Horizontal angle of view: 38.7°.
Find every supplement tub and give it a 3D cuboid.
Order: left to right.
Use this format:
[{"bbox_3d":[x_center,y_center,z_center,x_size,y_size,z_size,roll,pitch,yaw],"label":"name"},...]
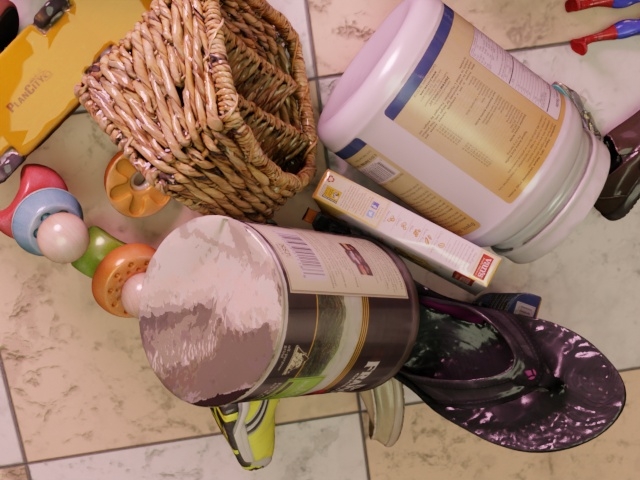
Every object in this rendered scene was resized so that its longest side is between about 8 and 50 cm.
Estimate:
[{"bbox_3d":[0.181,-0.133,1.153,0.316,0.228,0.228,34,100,-13],"label":"supplement tub"}]

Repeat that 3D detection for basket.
[{"bbox_3d":[-0.090,-0.153,1.066,0.223,0.299,0.213,-45,72,8],"label":"basket"}]

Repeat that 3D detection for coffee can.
[{"bbox_3d":[-0.040,0.082,1.053,0.202,0.275,0.201,-4,83,35],"label":"coffee can"}]

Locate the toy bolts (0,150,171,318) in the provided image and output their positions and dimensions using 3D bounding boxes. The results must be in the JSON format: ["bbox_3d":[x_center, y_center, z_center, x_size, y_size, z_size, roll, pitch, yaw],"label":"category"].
[{"bbox_3d":[-0.266,-0.019,1.141,0.229,0.158,0.218,23,98,-41],"label":"toy bolts"}]

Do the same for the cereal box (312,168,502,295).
[{"bbox_3d":[0.110,-0.006,1.176,0.240,0.173,0.047,29,87,8],"label":"cereal box"}]

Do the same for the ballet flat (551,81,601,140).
[{"bbox_3d":[0.355,-0.176,1.259,0.041,0.041,0.114,-31,106,4],"label":"ballet flat"}]

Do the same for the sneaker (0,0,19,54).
[{"bbox_3d":[-0.519,-0.204,1.151,0.136,0.116,0.313,38,93,-3],"label":"sneaker"}]

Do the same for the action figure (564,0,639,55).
[{"bbox_3d":[0.479,-0.307,1.182,0.281,0.139,0.091,-15,107,-3],"label":"action figure"}]

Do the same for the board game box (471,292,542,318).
[{"bbox_3d":[0.219,0.161,1.277,0.060,0.194,0.194,20,83,-9],"label":"board game box"}]

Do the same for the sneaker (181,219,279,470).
[{"bbox_3d":[-0.093,0.148,1.257,0.147,0.145,0.384,-15,115,-19],"label":"sneaker"}]

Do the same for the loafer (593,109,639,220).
[{"bbox_3d":[0.433,-0.133,1.250,0.078,0.080,0.220,26,102,-12],"label":"loafer"}]

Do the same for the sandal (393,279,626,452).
[{"bbox_3d":[0.153,0.135,1.140,0.446,0.107,0.167,22,85,20],"label":"sandal"}]

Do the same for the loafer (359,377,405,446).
[{"bbox_3d":[0.064,0.164,1.298,0.092,0.102,0.268,-6,96,-1],"label":"loafer"}]

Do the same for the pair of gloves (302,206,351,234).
[{"bbox_3d":[0.000,0.000,1.288,0.074,0.010,0.083,22,100,-9],"label":"pair of gloves"}]

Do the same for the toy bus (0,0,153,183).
[{"bbox_3d":[-0.338,-0.210,1.138,0.333,0.130,0.108,-44,105,7],"label":"toy bus"}]
